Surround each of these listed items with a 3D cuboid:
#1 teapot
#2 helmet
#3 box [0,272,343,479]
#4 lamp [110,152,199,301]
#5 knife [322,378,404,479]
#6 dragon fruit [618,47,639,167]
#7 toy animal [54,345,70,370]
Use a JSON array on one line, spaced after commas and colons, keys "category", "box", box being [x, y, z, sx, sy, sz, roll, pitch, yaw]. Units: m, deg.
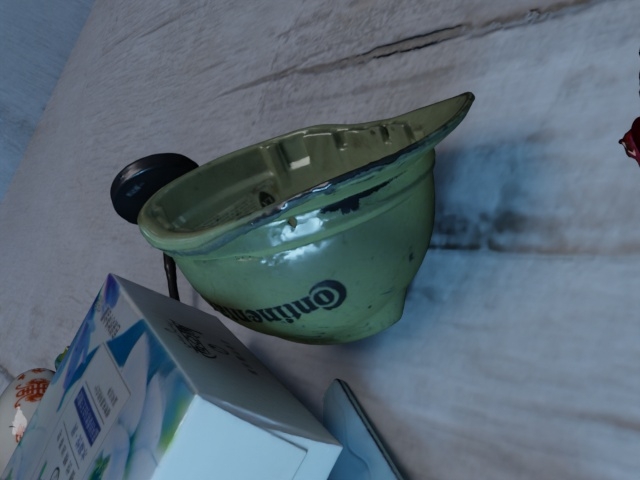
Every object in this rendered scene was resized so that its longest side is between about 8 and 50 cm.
[{"category": "teapot", "box": [-0.290, 0.214, 0.935, 0.116, 0.159, 0.245, -24, 7, -9]}, {"category": "helmet", "box": [0.004, 0.003, 0.605, 0.204, 0.137, 0.257, -33, 19, -35]}, {"category": "box", "box": [-0.126, 0.163, 0.632, 0.203, 0.116, 0.274, -63, 27, 2]}, {"category": "lamp", "box": [-0.172, 0.046, 0.895, 0.130, 0.108, 0.371, -42, 33, 30]}, {"category": "knife", "box": [0.045, 0.172, 0.495, 0.080, 0.044, 0.331, -68, 21, 6]}, {"category": "dragon fruit", "box": [0.213, -0.060, 0.281, 0.211, 0.262, 0.134, -34, 74, 13]}, {"category": "toy animal", "box": [-0.219, 0.139, 0.909, 0.208, 0.103, 0.100, -122, 19, -56]}]
